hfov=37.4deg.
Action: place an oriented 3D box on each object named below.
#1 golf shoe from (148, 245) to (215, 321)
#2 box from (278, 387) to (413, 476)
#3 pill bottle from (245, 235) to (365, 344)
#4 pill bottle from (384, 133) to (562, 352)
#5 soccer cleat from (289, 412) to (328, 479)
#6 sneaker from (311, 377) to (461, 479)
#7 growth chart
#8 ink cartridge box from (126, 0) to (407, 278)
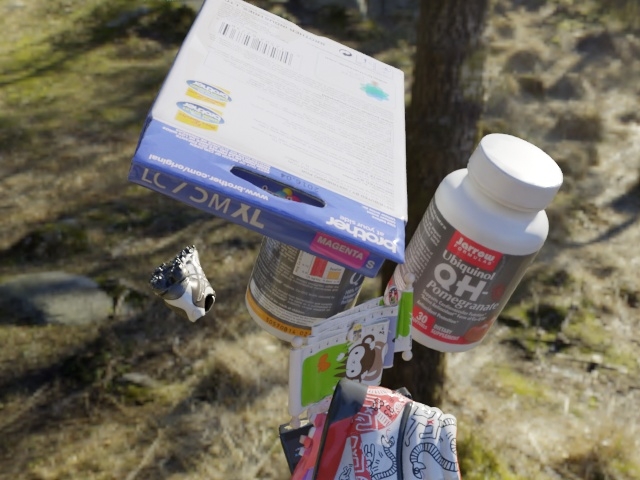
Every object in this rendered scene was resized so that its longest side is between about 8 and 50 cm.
[{"bbox_3d":[-0.201,0.069,1.406,0.077,0.094,0.198,-36,11,8],"label":"golf shoe"},{"bbox_3d":[0.090,0.499,2.035,0.296,0.293,0.073,-16,6,-3],"label":"box"},{"bbox_3d":[0.000,0.000,1.352,0.162,0.278,0.162,14,32,-9],"label":"pill bottle"},{"bbox_3d":[0.232,0.004,1.428,0.176,0.318,0.176,16,36,-12],"label":"pill bottle"},{"bbox_3d":[-0.008,0.348,1.311,0.095,0.248,0.083,21,22,-4],"label":"soccer cleat"},{"bbox_3d":[0.054,0.273,0.903,0.145,0.090,0.270,16,63,1],"label":"sneaker"},{"bbox_3d":[0.046,0.161,1.348,0.237,0.171,0.021,-25,35,-29],"label":"growth chart"},{"bbox_3d":[-0.029,-0.082,0.708,0.186,0.065,0.311,22,29,-10],"label":"ink cartridge box"}]
